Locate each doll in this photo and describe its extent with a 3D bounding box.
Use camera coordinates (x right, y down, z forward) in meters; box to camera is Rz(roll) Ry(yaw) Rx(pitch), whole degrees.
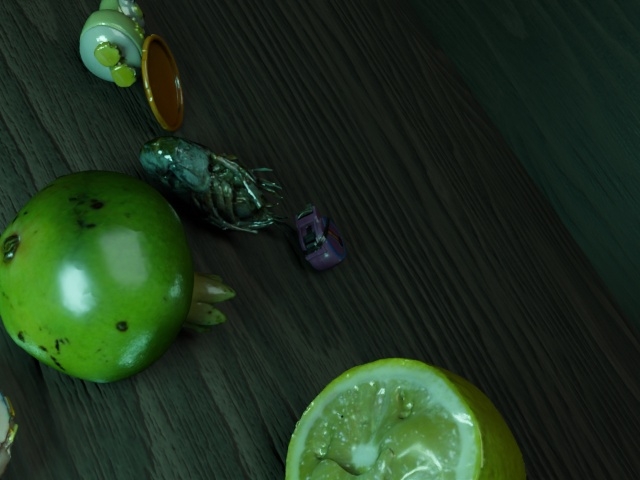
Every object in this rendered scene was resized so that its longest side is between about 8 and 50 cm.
[{"bbox_3d":[-0.400,-0.419,1.321,0.141,0.117,0.297,49,29,-41],"label":"doll"}]

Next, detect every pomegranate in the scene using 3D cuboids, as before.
[{"bbox_3d":[-0.269,0.041,0.958,0.358,0.216,0.310,18,42,-38],"label":"pomegranate"}]

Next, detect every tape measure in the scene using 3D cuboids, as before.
[{"bbox_3d":[0.000,0.000,1.404,0.118,0.074,0.125,43,31,-45],"label":"tape measure"}]

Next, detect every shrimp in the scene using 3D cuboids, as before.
[{"bbox_3d":[-0.177,-0.073,1.247,0.372,0.137,0.172,26,57,-28],"label":"shrimp"}]

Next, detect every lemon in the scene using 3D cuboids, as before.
[{"bbox_3d":[0.149,0.375,1.012,0.364,0.364,0.364,29,40,-27],"label":"lemon"}]

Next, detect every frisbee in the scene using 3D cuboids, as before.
[{"bbox_3d":[-0.321,-0.310,1.314,0.192,0.035,0.192,-7,90,-82],"label":"frisbee"}]

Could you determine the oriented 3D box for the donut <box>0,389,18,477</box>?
[{"bbox_3d":[-0.445,0.200,0.713,0.233,0.085,0.199,45,24,5],"label":"donut"}]
